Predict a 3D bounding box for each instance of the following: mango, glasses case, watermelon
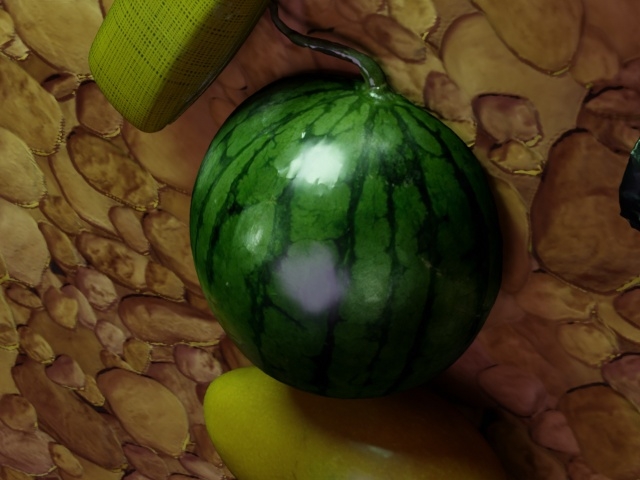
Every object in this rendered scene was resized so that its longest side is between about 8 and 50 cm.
[{"bbox_3d":[0.021,0.144,1.331,0.253,0.113,0.138,23,143,33],"label":"mango"},{"bbox_3d":[-0.073,-0.144,1.165,0.079,0.064,0.234,47,143,5],"label":"glasses case"},{"bbox_3d":[0.000,0.006,1.202,0.204,0.127,0.232,33,136,16],"label":"watermelon"}]

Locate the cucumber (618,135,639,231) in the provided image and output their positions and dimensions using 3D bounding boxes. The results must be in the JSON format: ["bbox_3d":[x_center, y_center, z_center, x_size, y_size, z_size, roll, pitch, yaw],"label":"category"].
[{"bbox_3d":[0.252,0.017,1.046,0.211,0.062,0.078,26,140,19],"label":"cucumber"}]
